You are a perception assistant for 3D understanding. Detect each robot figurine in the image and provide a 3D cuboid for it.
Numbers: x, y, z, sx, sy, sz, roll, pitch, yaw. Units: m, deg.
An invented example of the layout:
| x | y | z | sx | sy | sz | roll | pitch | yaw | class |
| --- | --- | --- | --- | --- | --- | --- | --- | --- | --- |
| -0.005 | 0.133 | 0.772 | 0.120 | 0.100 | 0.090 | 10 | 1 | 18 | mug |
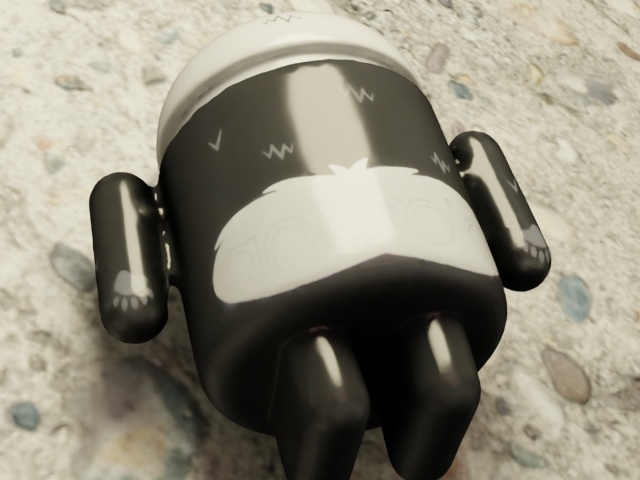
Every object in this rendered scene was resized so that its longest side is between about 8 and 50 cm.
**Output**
| x | y | z | sx | sy | sz | roll | pitch | yaw | class |
| --- | --- | --- | --- | --- | --- | --- | --- | --- | --- |
| 0.002 | 0.001 | 0.687 | 0.209 | 0.173 | 0.278 | 23 | 39 | -43 | robot figurine |
